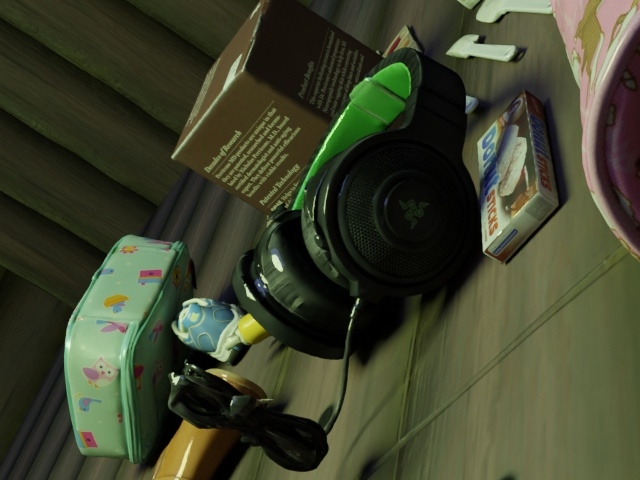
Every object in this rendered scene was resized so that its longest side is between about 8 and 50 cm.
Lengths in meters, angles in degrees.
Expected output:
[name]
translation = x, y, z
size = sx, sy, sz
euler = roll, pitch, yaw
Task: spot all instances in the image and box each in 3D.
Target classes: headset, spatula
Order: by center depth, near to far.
[headset]
translation = 0.000, 0.000, 0.953
size = 0.243, 0.185, 0.394
euler = -44, 27, 48
[spatula]
translation = 0.164, -0.189, 1.195
size = 0.168, 0.019, 0.242
euler = -50, 14, 4

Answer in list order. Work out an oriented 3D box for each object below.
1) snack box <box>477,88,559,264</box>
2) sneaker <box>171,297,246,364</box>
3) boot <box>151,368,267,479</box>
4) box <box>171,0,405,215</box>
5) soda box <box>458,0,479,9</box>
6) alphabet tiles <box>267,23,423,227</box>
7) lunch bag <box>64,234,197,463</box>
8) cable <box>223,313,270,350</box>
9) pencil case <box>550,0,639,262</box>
[snack box]
translation = 0.150, -0.053, 0.902
size = 0.064, 0.022, 0.178
euler = -52, 14, 28
[sneaker]
translation = -0.141, 0.102, 1.467
size = 0.080, 0.081, 0.211
euler = -61, 11, -11
[boot]
translation = -0.121, 0.220, 1.144
size = 0.152, 0.073, 0.197
euler = -65, 3, -35
[box]
translation = -0.028, -0.141, 1.335
size = 0.167, 0.203, 0.168
euler = -46, 20, 42
[soda box]
translation = 0.207, -0.355, 1.294
size = 0.216, 0.074, 0.069
euler = -41, 21, 50
[alphabet tiles]
translation = 0.025, -0.137, 1.585
size = 0.342, 0.011, 0.285
euler = -53, 13, 16
[lunch bag]
translation = -0.237, 0.139, 1.521
size = 0.279, 0.108, 0.224
euler = -71, -17, -55
[cable]
translation = 0.013, 0.026, 1.209
size = 0.287, 0.072, 0.139
euler = -28, 12, 41
[pencil case]
translation = 0.198, -0.132, 0.614
size = 0.160, 0.167, 0.386
euler = -26, 25, 20
